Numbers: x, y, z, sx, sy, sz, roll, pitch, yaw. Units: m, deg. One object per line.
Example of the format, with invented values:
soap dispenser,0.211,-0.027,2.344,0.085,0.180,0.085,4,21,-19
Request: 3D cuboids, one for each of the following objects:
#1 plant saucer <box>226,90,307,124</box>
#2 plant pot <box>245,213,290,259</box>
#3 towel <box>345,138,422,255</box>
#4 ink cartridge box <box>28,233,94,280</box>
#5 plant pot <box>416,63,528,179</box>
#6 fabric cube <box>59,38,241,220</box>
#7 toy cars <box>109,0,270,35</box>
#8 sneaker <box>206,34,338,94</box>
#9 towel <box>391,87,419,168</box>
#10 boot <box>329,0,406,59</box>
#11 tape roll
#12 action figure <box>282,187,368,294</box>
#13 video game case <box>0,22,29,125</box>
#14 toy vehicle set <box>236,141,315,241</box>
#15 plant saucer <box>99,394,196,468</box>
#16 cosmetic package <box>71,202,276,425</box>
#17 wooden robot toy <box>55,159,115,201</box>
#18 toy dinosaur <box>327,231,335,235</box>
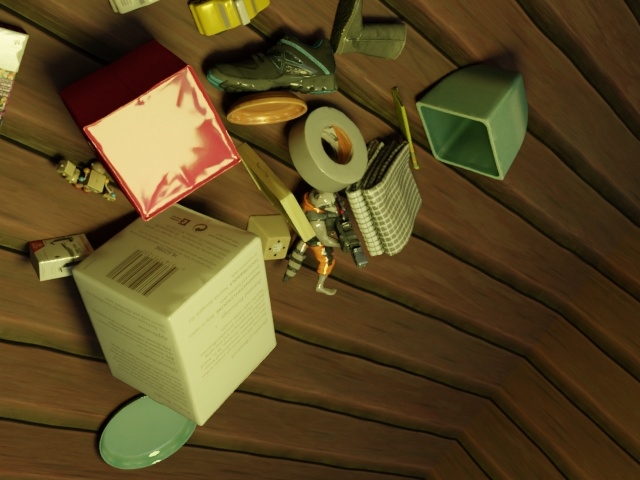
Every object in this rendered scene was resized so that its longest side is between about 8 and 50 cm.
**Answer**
plant saucer,-0.133,-0.328,1.879,0.200,0.200,0.037,-5,84,-34
plant pot,-0.145,-0.002,2.162,0.109,0.096,0.109,-4,125,-34
towel,0.194,-0.127,2.164,0.235,0.121,0.283,64,37,-30
ink cartridge box,-0.622,0.038,1.840,0.135,0.099,0.056,-12,127,-31
plant pot,0.473,-0.375,2.232,0.252,0.248,0.247,-51,140,-18
fabric cube,-0.372,-0.245,1.659,0.259,0.258,0.254,-33,127,-11
toy cars,-0.273,-0.535,1.656,0.394,0.087,0.176,4,119,-38
sneaker,-0.119,-0.428,1.859,0.341,0.125,0.139,-7,98,-29
towel,0.248,-0.321,2.197,0.021,0.102,0.237,-20,135,1
boot,0.137,-0.549,1.957,0.209,0.076,0.189,-3,139,-27
tape roll,0.022,-0.240,2.014,0.219,0.219,0.072,7,158,-40
action figure,0.000,0.000,2.117,0.179,0.341,0.330,-5,128,-17
video game case,-0.723,-0.347,1.505,0.232,0.042,0.210,8,117,-40
toy vehicle set,-0.118,-0.126,1.961,0.035,0.267,0.166,-36,138,-6
plant saucer,-0.535,0.581,2.371,0.318,0.043,0.317,-19,132,-23
cosmetic package,-0.349,0.173,1.912,0.327,0.329,0.393,-46,145,-37
wooden robot toy,-0.541,-0.158,1.790,0.173,0.076,0.079,32,65,-46
toy dinosaur,0.018,-0.014,2.331,0.090,0.047,0.082,12,131,-4
